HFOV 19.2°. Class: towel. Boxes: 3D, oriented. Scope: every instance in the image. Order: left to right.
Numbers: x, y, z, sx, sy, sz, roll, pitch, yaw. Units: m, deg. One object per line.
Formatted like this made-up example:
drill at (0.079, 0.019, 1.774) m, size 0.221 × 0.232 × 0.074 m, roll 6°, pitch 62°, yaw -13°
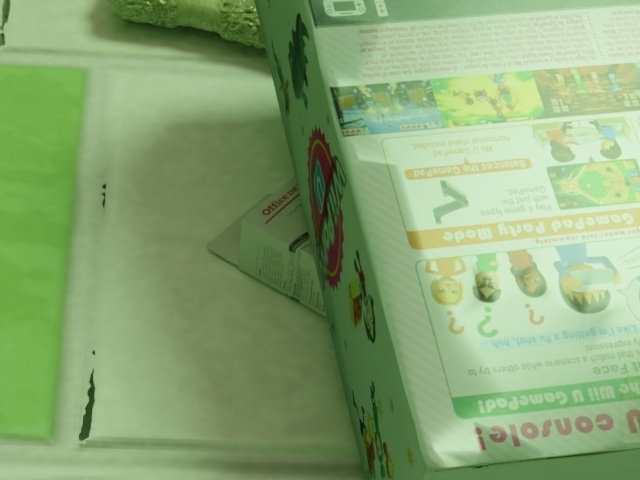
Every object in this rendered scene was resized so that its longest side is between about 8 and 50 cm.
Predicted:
towel at (-0.035, -0.143, 0.924) m, size 0.110 × 0.027 × 0.148 m, roll 14°, pitch 41°, yaw 7°

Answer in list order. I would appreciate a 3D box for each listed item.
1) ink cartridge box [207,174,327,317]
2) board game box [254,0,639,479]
ink cartridge box at (0.000, 0.000, 0.769) m, size 0.083 × 0.028 × 0.048 m, roll 28°, pitch 46°, yaw 22°
board game box at (0.104, -0.036, 0.724) m, size 0.224 × 0.097 × 0.303 m, roll -5°, pitch 56°, yaw -12°
